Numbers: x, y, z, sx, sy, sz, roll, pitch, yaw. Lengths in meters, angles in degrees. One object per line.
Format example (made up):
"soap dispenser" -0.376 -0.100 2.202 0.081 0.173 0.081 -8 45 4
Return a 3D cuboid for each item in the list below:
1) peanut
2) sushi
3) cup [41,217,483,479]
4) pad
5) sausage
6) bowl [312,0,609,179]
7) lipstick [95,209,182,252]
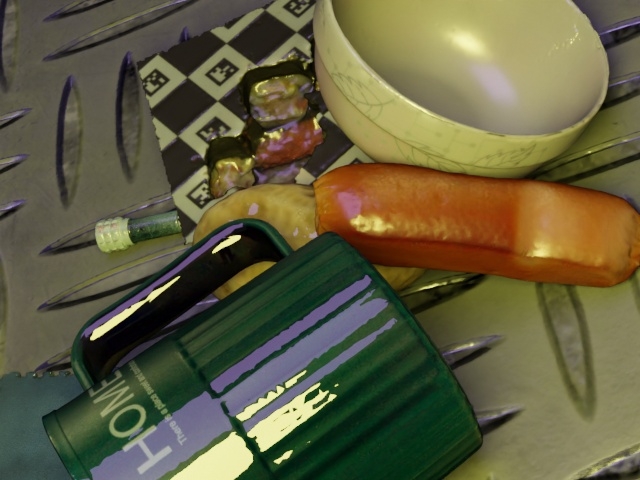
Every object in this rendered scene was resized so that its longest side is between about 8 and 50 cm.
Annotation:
"peanut" 0.000 0.000 1.567 0.253 0.122 0.137 -2 43 25
"sushi" -0.032 -0.137 1.748 0.294 0.059 0.292 -21 52 7
"cup" -0.050 0.153 1.390 0.292 0.242 0.308 -35 21 -5
"pad" -0.238 0.230 1.571 0.269 0.012 0.269 -4 50 27
"sausage" 0.139 -0.014 1.465 0.300 0.083 0.089 8 58 -4
"bowl" 0.118 -0.155 1.577 0.286 0.144 0.287 12 47 -13
"lipstick" -0.179 -0.014 1.745 0.116 0.037 0.037 -11 47 13
